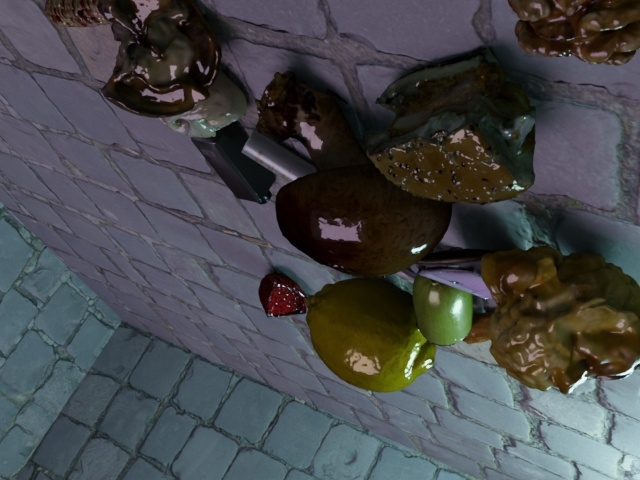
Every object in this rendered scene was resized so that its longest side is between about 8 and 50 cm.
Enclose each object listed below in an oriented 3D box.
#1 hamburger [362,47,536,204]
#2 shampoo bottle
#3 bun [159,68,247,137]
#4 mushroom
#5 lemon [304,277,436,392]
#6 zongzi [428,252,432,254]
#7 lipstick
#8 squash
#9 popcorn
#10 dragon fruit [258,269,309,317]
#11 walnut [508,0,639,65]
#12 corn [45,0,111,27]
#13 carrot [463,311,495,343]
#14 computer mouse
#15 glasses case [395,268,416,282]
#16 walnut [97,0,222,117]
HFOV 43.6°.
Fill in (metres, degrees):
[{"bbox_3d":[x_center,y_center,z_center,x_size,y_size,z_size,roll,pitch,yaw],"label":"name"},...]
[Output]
[{"bbox_3d":[0.204,-0.149,1.164,0.192,0.167,0.288,43,155,-24],"label":"hamburger"},{"bbox_3d":[-0.177,-0.166,1.726,0.080,0.079,0.246,15,153,37],"label":"shampoo bottle"},{"bbox_3d":[-0.244,-0.265,1.539,0.193,0.127,0.178,33,157,-11],"label":"bun"},{"bbox_3d":[0.055,-0.104,1.434,0.334,0.356,0.331,-5,159,-12],"label":"mushroom"},{"bbox_3d":[0.120,0.231,1.955,0.316,0.285,0.285,-9,140,25],"label":"lemon"},{"bbox_3d":[0.148,0.003,1.692,0.130,0.062,0.154,31,161,-30],"label":"zongzi"},{"bbox_3d":[-0.039,-0.136,1.645,0.264,0.059,0.059,31,158,-4],"label":"lipstick"},{"bbox_3d":[0.265,0.122,1.726,0.133,0.132,0.247,22,155,20],"label":"squash"},{"bbox_3d":[0.404,0.128,1.383,0.332,0.265,0.225,32,-157,-18],"label":"popcorn"},{"bbox_3d":[-0.107,0.139,2.316,0.127,0.121,0.161,-116,27,-42],"label":"dragon fruit"},{"bbox_3d":[0.303,-0.256,0.945,0.170,0.069,0.143,12,150,33],"label":"walnut"},{"bbox_3d":[-0.434,-0.435,1.469,0.253,0.086,0.086,9,150,44],"label":"corn"},{"bbox_3d":[0.398,0.192,1.790,0.072,0.072,0.205,39,154,-20],"label":"carrot"},{"bbox_3d":[0.306,0.059,1.530,0.158,0.071,0.310,-4,165,39],"label":"computer mouse"},{"bbox_3d":[0.186,0.072,1.855,0.083,0.021,0.032,33,160,-6],"label":"glasses case"},{"bbox_3d":[-0.275,-0.338,1.381,0.204,0.141,0.238,0,117,-10],"label":"walnut"}]
